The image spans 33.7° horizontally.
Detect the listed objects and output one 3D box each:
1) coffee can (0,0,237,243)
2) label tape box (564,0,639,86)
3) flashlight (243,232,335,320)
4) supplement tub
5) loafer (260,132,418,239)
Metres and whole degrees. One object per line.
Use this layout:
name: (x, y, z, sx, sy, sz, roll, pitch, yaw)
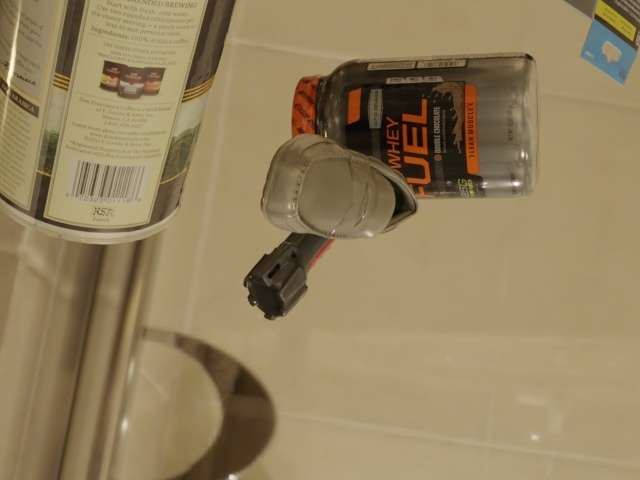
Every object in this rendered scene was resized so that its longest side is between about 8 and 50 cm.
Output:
coffee can: (-0.192, -0.164, 0.949, 0.202, 0.201, 0.275, 12, 125, -14)
label tape box: (0.528, -0.485, 1.962, 0.115, 0.347, 0.249, 18, -175, 35)
flashlight: (0.000, 0.000, 1.606, 0.103, 0.304, 0.103, 45, 144, -6)
supplement tub: (0.141, -0.161, 1.518, 0.338, 0.207, 0.207, -1, 165, 15)
loafer: (0.029, -0.055, 1.188, 0.112, 0.112, 0.319, 18, -170, 19)
